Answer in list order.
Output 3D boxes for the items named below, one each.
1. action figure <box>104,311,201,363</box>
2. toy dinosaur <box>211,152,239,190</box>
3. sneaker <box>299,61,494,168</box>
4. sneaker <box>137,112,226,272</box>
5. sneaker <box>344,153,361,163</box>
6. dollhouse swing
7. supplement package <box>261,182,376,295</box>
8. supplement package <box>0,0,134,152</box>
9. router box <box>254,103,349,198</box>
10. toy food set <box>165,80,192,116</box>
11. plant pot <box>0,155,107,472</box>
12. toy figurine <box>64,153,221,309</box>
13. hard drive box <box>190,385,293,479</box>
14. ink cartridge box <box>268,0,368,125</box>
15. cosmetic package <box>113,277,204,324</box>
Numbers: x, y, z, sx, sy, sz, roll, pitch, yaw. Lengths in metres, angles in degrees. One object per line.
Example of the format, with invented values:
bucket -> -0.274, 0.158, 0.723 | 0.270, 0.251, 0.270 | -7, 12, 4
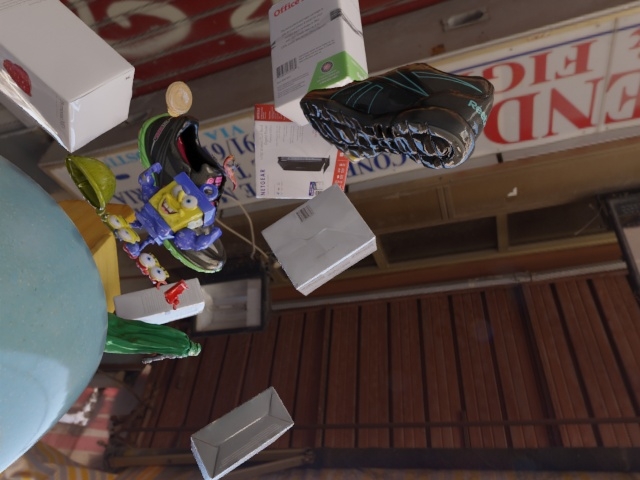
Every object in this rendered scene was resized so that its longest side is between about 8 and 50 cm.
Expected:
action figure -> -0.400, 0.243, 1.074 | 0.063, 0.232, 0.137 | -63, -156, 25
toy dinosaur -> -0.184, -0.149, 0.932 | 0.047, 0.090, 0.082 | -25, -168, -2
sneaker -> 0.087, -0.162, 0.568 | 0.267, 0.101, 0.106 | 23, -108, 39
sneaker -> -0.370, -0.132, 1.300 | 0.202, 0.482, 0.185 | -11, -167, 22
sneaker -> 0.139, -0.277, 1.241 | 0.084, 0.069, 0.185 | -38, -172, 45
dollhouse swing -> -0.762, 0.065, 1.395 | 0.347, 0.315, 0.305 | 5, -162, 8
supplement package -> 0.000, 0.000, 1.321 | 0.262, 0.145, 0.204 | -33, -108, -1
supplement package -> -0.580, -0.375, 0.967 | 0.293, 0.177, 0.175 | 41, -127, -3
router box -> -0.060, -0.274, 1.457 | 0.301, 0.335, 0.082 | 0, -127, -6
toy food set -> -0.363, -0.364, 1.155 | 0.020, 0.083, 0.082 | 17, -138, 33
plant pot -> -0.314, 0.080, 0.269 | 0.290, 0.290, 0.195 | -25, -161, 5
toy figurine -> -0.320, -0.062, 0.929 | 0.217, 0.191, 0.362 | -37, -104, -22
hard drive box -> -0.172, 0.415, 0.946 | 0.181, 0.232, 0.089 | -24, -111, -27
ink cartridge box -> -0.007, -0.436, 1.041 | 0.198, 0.115, 0.272 | -13, -106, 31
cosmetic package -> -0.458, 0.186, 1.287 | 0.231, 0.117, 0.085 | -14, -111, -24
